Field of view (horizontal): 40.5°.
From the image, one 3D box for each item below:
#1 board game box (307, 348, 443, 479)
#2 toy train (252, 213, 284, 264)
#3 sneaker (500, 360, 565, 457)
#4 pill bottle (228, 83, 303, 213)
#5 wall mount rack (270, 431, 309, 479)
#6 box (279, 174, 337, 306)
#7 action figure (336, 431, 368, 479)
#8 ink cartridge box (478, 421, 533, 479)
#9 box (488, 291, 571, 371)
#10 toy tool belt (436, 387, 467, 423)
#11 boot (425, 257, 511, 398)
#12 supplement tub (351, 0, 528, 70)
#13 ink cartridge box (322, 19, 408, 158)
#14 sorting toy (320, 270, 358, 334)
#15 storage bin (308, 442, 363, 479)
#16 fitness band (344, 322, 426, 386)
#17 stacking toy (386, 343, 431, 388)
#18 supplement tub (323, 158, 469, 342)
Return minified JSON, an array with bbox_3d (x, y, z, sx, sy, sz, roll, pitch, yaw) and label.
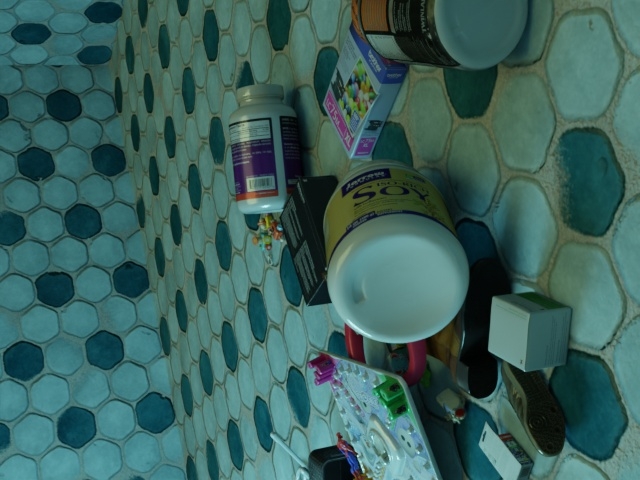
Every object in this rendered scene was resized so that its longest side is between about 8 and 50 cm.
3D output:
[{"bbox_3d":[0.126,0.440,1.838,0.390,0.050,0.390,4,117,66],"label":"board game box"},{"bbox_3d":[-0.155,-0.009,2.498,0.166,0.046,0.125,113,143,-46],"label":"toy train"},{"bbox_3d":[0.355,0.277,1.452,0.071,0.066,0.188,93,165,-59],"label":"sneaker"},{"bbox_3d":[-0.142,-0.236,2.261,0.181,0.181,0.323,172,92,-65],"label":"pill bottle"},{"bbox_3d":[-0.038,0.677,2.290,0.350,0.130,0.304,29,121,60],"label":"wall mount rack"},{"bbox_3d":[0.000,0.000,2.096,0.184,0.103,0.261,118,140,-55],"label":"box"},{"bbox_3d":[0.066,0.473,1.903,0.115,0.030,0.038,58,153,17],"label":"action figure"},{"bbox_3d":[0.330,0.381,1.548,0.115,0.029,0.063,-126,38,-50],"label":"ink cartridge box"},{"bbox_3d":[0.338,0.146,1.408,0.101,0.087,0.102,-151,59,-61],"label":"box"},{"bbox_3d":[0.261,0.327,1.675,0.051,0.052,0.083,62,174,-35],"label":"toy tool belt"},{"bbox_3d":[0.252,0.126,1.636,0.280,0.096,0.264,-138,40,-66],"label":"boot"},{"bbox_3d":[0.189,-0.397,1.490,0.316,0.193,0.193,-149,57,-60],"label":"supplement tub"},{"bbox_3d":[0.097,-0.348,1.864,0.186,0.065,0.311,66,148,33],"label":"ink cartridge box"},{"bbox_3d":[0.055,0.116,1.759,0.132,0.046,0.274,61,177,-2],"label":"sorting toy"},{"bbox_3d":[0.043,0.597,2.104,0.084,0.122,0.180,-168,74,-64],"label":"storage bin"},{"bbox_3d":[0.130,0.207,1.796,0.291,0.054,0.209,155,106,-66],"label":"fitness band"},{"bbox_3d":[0.156,0.230,1.866,0.167,0.052,0.221,132,128,-58],"label":"stacking toy"},{"bbox_3d":[0.127,0.005,1.568,0.331,0.241,0.241,-94,10,-63],"label":"supplement tub"}]
